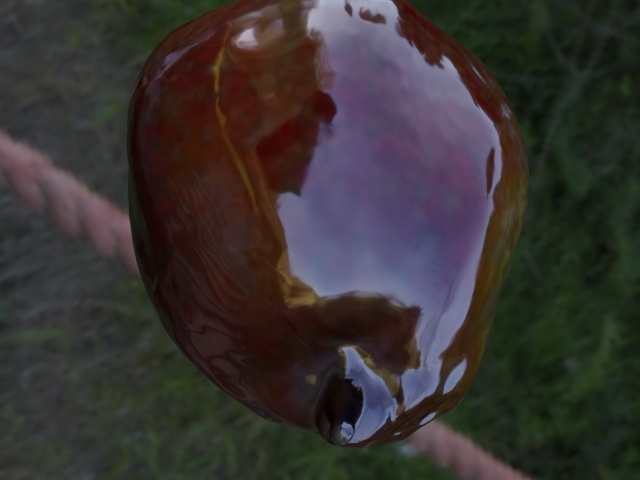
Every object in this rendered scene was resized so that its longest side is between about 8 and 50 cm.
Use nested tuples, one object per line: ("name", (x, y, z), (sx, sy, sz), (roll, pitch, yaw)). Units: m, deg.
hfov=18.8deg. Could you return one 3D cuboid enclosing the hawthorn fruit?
("hawthorn fruit", (0.000, 0.000, 0.928), (0.208, 0.208, 0.248), (49, 30, -47))
